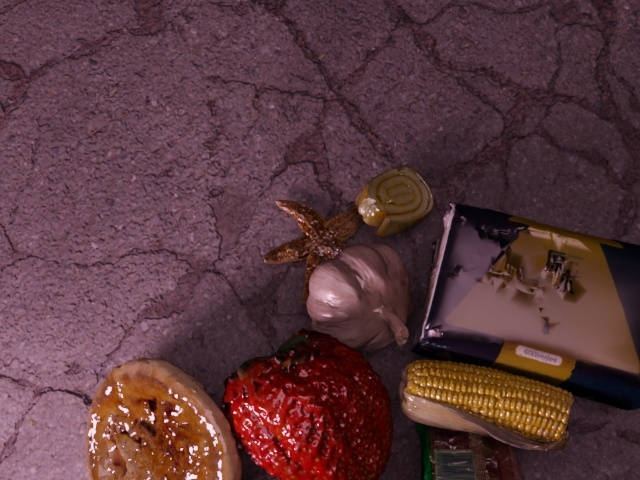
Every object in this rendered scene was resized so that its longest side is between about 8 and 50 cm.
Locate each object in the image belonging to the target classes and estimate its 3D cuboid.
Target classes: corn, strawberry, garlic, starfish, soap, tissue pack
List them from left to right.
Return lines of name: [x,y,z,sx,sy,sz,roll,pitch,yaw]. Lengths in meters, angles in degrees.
strawberry: [-0.013,0.305,1.462,0.250,0.238,0.288,-38,80,28]
starfish: [0.000,0.000,1.677,0.235,0.062,0.277,26,69,8]
garlic: [0.100,0.121,1.552,0.218,0.219,0.212,-46,38,-11]
soap: [0.246,0.385,1.469,0.217,0.273,0.098,7,113,1]
corn: [0.284,0.278,1.474,0.305,0.123,0.122,13,76,3]
tissue pack: [0.387,0.119,1.547,0.416,0.253,0.264,15,76,6]

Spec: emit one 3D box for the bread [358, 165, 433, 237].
bread: [0.141,-0.073,1.675,0.156,0.064,0.118,-22,74,-30]

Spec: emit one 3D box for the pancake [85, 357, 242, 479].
pancake: [-0.290,0.368,1.495,0.356,0.065,0.357,1,91,37]
